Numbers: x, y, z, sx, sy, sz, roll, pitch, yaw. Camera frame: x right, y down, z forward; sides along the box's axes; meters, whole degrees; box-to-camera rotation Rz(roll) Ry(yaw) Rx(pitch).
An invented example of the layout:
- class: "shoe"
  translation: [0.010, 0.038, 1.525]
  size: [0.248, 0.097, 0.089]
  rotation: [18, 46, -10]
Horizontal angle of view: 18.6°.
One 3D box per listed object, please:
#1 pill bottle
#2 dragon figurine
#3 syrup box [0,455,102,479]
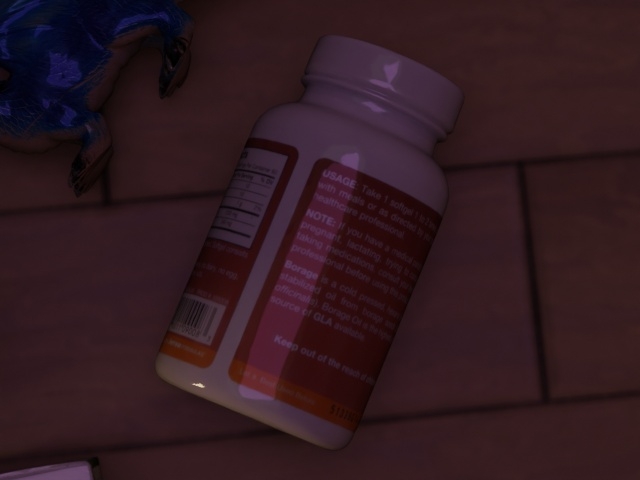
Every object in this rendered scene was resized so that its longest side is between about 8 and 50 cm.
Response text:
- class: "pill bottle"
  translation: [0.000, 0.000, 1.105]
  size: [0.121, 0.121, 0.216]
  rotation: [23, 85, -1]
- class: "dragon figurine"
  translation: [-0.150, -0.125, 1.125]
  size: [0.144, 0.085, 0.289]
  rotation: [40, 86, 0]
- class: "syrup box"
  translation: [-0.149, 0.245, 1.091]
  size: [0.096, 0.093, 0.237]
  rotation: [-10, 86, -4]
